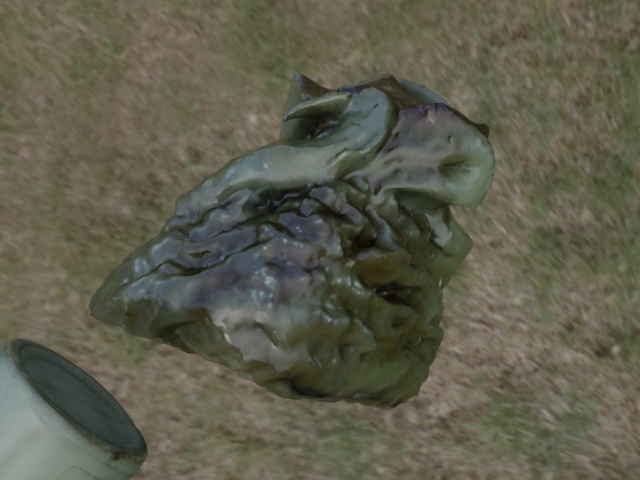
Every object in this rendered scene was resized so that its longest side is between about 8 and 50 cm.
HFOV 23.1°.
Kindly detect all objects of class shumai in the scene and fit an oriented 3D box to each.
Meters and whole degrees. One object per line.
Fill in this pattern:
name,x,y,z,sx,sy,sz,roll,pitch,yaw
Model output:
shumai,-0.008,-0.010,0.968,0.189,0.256,0.218,27,94,23

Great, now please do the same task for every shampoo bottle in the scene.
shampoo bottle,-0.211,0.165,0.851,0.234,0.118,0.087,-44,57,5
